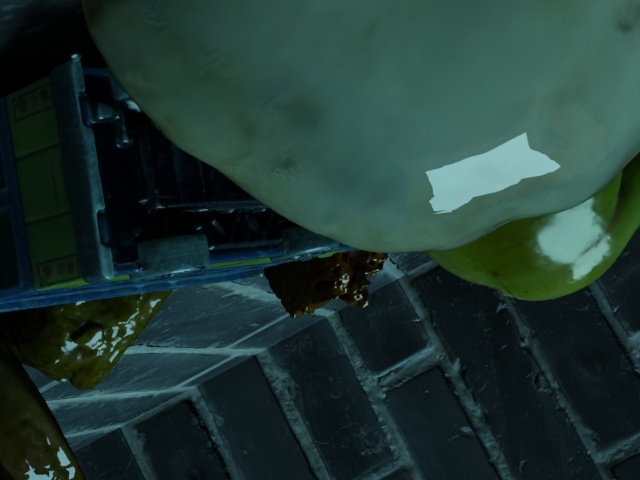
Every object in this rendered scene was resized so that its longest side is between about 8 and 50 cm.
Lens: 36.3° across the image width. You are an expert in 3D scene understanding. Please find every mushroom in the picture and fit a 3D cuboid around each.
[{"bbox_3d":[0.026,-0.149,0.544,0.315,0.314,0.336,-26,-164,-11],"label":"mushroom"}]

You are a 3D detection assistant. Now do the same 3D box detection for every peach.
[{"bbox_3d":[0.246,-0.095,1.208,0.316,0.314,0.281,-4,153,44],"label":"peach"}]

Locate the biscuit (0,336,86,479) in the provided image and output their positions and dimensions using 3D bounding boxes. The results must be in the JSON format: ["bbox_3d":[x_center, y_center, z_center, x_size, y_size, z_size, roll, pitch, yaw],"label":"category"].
[{"bbox_3d":[-0.305,0.166,0.925,0.070,0.350,0.394,-39,-179,-25],"label":"biscuit"}]

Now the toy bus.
[{"bbox_3d":[-0.109,-0.041,0.760,0.190,0.151,0.312,-13,176,38],"label":"toy bus"}]

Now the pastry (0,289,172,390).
[{"bbox_3d":[-0.217,0.034,0.973,0.240,0.132,0.235,-57,-175,-34],"label":"pastry"}]

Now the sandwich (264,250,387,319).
[{"bbox_3d":[-0.007,-0.007,1.276,0.109,0.212,0.292,-4,172,-31],"label":"sandwich"}]
